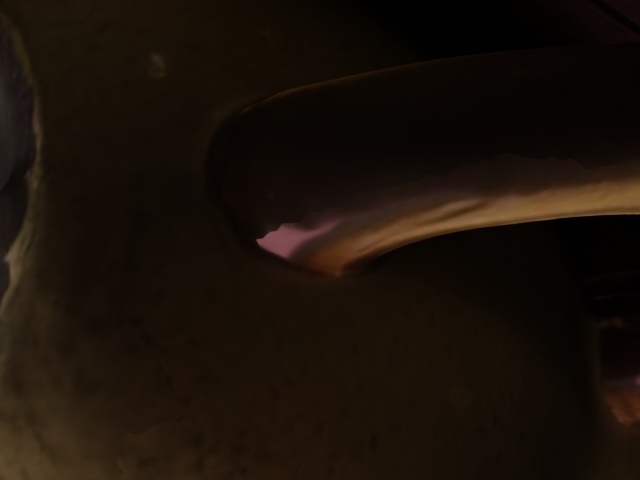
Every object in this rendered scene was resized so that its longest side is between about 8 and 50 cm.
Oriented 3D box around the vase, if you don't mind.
[{"bbox_3d":[0.023,0.029,0.556,0.302,0.241,0.329,19,148,-35],"label":"vase"}]
